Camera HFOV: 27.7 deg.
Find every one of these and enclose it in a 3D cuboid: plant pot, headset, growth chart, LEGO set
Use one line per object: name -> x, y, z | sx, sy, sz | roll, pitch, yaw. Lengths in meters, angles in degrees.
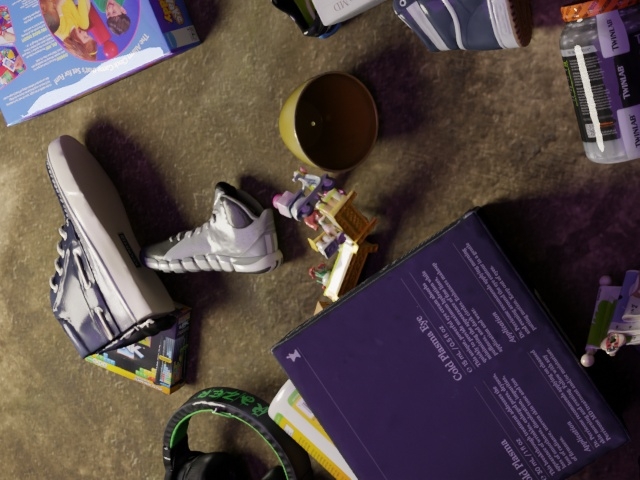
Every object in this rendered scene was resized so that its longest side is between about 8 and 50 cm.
plant pot -> -0.004, -0.157, 1.751 | 0.095, 0.134, 0.134 | 2, 110, 57
headset -> -0.135, 0.417, 1.982 | 0.243, 0.185, 0.394 | 10, 121, 27
growth chart -> 0.423, 0.056, 1.546 | 0.237, 0.172, 0.021 | -24, 121, 33
LEGO set -> 0.000, 0.000, 1.810 | 0.107, 0.132, 0.287 | 35, 151, 34

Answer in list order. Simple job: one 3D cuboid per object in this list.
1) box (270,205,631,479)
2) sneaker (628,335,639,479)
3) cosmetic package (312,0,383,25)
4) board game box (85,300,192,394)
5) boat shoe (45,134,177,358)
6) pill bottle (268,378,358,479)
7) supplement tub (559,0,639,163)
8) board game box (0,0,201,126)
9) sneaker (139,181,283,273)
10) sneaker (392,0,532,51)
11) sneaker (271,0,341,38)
box -> 0.167, 0.181, 1.666 | 0.312, 0.179, 0.343 | -34, 88, 9
sneaker -> 0.504, 0.294, 1.594 | 0.202, 0.185, 0.482 | -12, 93, 43
cosmetic package -> 0.017, -0.406, 1.666 | 0.117, 0.085, 0.231 | -24, 93, 32
board game box -> -0.290, 0.150, 2.062 | 0.170, 0.048, 0.141 | 18, 116, 24
boat shoe -> -0.367, 0.018, 1.979 | 0.158, 0.127, 0.340 | -31, 79, 17
pill bottle -> 0.057, 0.278, 1.851 | 0.246, 0.136, 0.136 | 42, 123, 11
supplement tub -> 0.349, -0.195, 1.527 | 0.117, 0.117, 0.190 | -9, 103, 32
board game box -> -0.368, -0.334, 1.919 | 0.347, 0.078, 0.233 | -17, 98, 33
sneaker -> -0.164, -0.023, 1.916 | 0.229, 0.086, 0.132 | 0, 103, 20
sneaker -> 0.158, -0.364, 1.590 | 0.153, 0.099, 0.282 | -5, 107, 30
sneaker -> -0.038, -0.352, 1.720 | 0.067, 0.078, 0.188 | -30, 89, 34
